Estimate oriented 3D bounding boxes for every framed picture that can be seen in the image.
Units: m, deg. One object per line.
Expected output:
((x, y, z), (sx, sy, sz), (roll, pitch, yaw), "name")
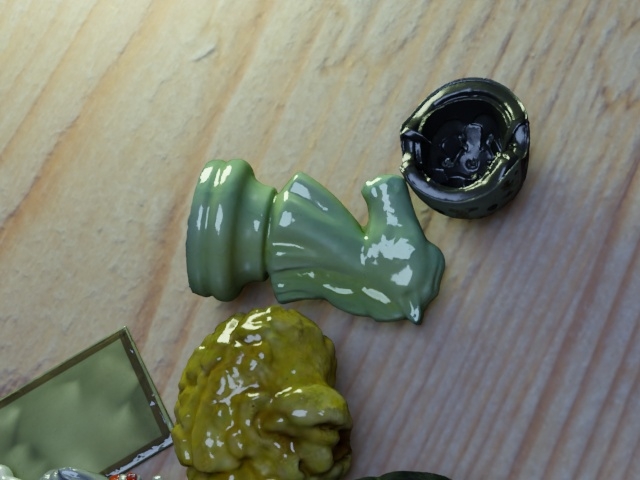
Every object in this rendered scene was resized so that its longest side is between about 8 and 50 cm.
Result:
((-0.303, 0.230, 1.641), (0.231, 0.010, 0.173), (-29, 66, 3), "framed picture")

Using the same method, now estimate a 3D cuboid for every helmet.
((0.177, -0.094, 1.580), (0.153, 0.107, 0.177), (-4, 49, 20), "helmet")

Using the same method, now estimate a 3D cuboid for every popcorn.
((-0.057, 0.188, 1.484), (0.226, 0.200, 0.203), (-40, 30, -28), "popcorn")

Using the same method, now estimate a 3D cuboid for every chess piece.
((0.000, 0.000, 1.575), (0.298, 0.176, 0.175), (8, 72, 7), "chess piece")

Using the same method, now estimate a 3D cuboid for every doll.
((-0.266, 0.301, 1.567), (0.180, 0.094, 0.079), (-3, 32, 5), "doll")

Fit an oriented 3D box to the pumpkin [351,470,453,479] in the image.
((0.090, 0.391, 1.345), (0.323, 0.241, 0.323), (-2, 66, 5), "pumpkin")

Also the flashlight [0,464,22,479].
((-0.449, 0.327, 1.618), (0.200, 0.047, 0.093), (-12, 70, 15), "flashlight")
